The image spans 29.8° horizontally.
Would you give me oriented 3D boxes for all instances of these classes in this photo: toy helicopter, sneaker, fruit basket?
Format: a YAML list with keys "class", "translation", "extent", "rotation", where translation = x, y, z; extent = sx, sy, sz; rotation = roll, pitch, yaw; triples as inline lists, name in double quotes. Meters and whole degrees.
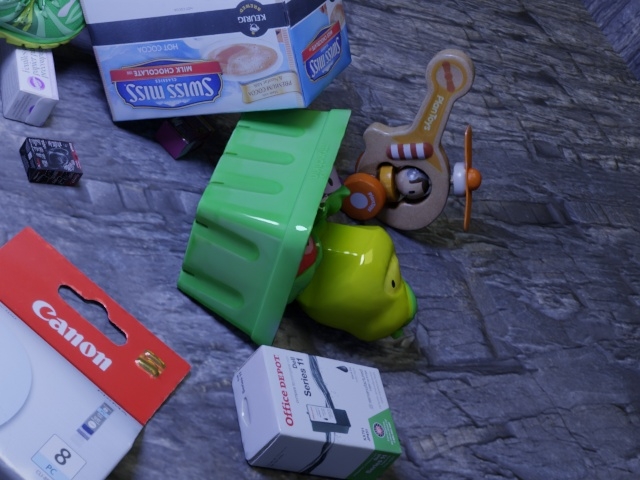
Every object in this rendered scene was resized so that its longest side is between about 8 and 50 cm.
- class: "toy helicopter"
  translation: [0.191, -0.163, 2.074]
  extent: [0.235, 0.355, 0.140]
  rotation: [25, 35, 6]
- class: "sneaker"
  translation: [-0.443, -0.358, 1.763]
  extent: [0.295, 0.123, 0.109]
  rotation: [-8, 59, -53]
- class: "fruit basket"
  translation: [0.000, 0.000, 1.828]
  extent: [0.392, 0.283, 0.392]
  rotation: [12, 38, -10]

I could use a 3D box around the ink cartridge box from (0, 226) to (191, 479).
- class: "ink cartridge box"
  translation: [-0.339, 0.143, 1.477]
  extent: [0.308, 0.091, 0.385]
  rotation: [41, 36, -1]

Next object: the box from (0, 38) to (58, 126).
- class: "box"
  translation: [-0.463, -0.317, 1.870]
  extent: [0.063, 0.067, 0.324]
  rotation: [13, 43, -34]

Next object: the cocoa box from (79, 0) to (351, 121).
- class: "cocoa box"
  translation: [-0.159, -0.335, 1.889]
  extent: [0.231, 0.347, 0.228]
  rotation: [-52, 135, -57]

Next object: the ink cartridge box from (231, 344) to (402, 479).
- class: "ink cartridge box"
  translation: [-0.007, 0.244, 1.685]
  extent: [0.208, 0.087, 0.153]
  rotation: [14, 43, -32]

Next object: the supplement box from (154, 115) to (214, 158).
- class: "supplement box"
  translation: [-0.222, -0.174, 1.965]
  extent: [0.055, 0.043, 0.083]
  rotation: [47, 34, 7]

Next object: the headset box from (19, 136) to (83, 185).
- class: "headset box"
  translation: [-0.388, -0.115, 1.752]
  extent: [0.083, 0.032, 0.062]
  rotation: [4, 50, -42]
